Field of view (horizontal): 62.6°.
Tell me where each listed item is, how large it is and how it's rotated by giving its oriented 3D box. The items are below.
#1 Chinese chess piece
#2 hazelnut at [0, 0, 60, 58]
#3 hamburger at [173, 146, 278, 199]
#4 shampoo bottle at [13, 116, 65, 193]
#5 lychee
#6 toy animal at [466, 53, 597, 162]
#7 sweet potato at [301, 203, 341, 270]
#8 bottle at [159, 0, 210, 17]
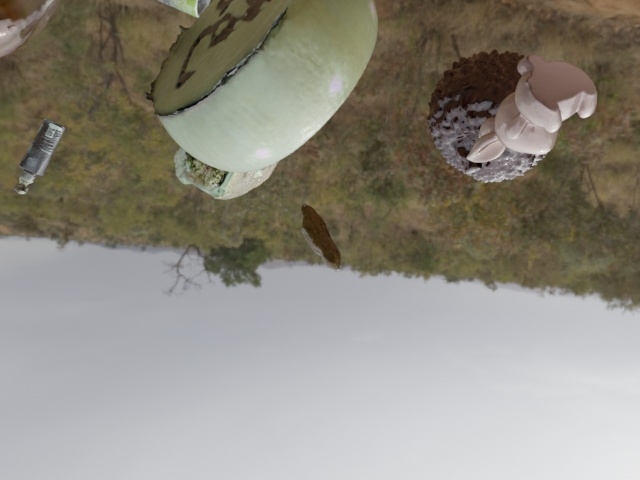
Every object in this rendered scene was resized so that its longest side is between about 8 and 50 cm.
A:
[{"bbox_3d":[-0.087,-0.266,0.753,0.349,0.349,0.146,3,153,47],"label":"Chinese chess piece"},{"bbox_3d":[-0.590,-0.432,0.807,0.373,0.372,0.315,4,171,-7],"label":"hazelnut"},{"bbox_3d":[-0.262,-0.210,1.436,0.192,0.167,0.288,-46,167,33],"label":"hamburger"},{"bbox_3d":[-0.743,-0.218,1.382,0.057,0.207,0.063,26,179,-20],"label":"shampoo bottle"},{"bbox_3d":[0.408,-0.292,1.249,0.306,0.330,0.306,30,160,13],"label":"lychee"},{"bbox_3d":[0.317,-0.180,0.805,0.124,0.124,0.212,4,163,-5],"label":"toy animal"},{"bbox_3d":[0.001,0.001,1.102,0.053,0.054,0.182,25,-153,-47],"label":"sweet potato"},{"bbox_3d":[-0.419,-0.623,1.212,0.330,0.093,0.093,23,178,-1],"label":"bottle"}]
